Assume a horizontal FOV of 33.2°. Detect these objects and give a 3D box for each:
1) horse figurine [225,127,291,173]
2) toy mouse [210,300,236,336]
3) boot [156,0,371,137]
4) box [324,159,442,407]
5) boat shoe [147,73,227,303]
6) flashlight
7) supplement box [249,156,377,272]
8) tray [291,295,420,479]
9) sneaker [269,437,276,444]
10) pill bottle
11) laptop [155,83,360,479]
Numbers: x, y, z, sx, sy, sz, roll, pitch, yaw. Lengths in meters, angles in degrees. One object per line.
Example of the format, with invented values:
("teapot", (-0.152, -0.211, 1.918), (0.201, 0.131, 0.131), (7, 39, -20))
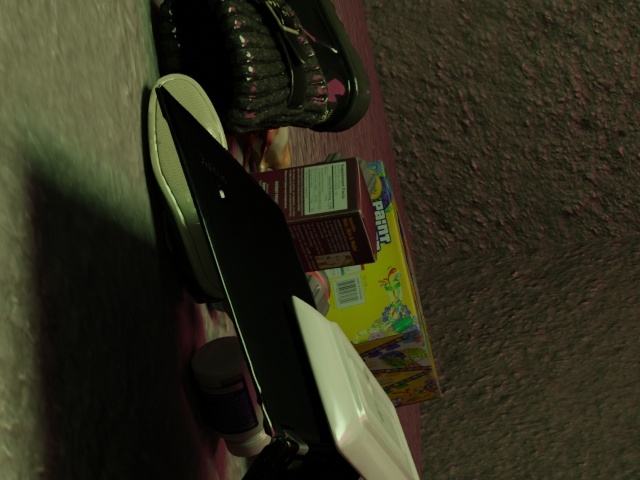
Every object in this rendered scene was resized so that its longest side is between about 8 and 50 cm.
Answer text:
("horse figurine", (-0.078, -0.125, 1.434), (0.263, 0.066, 0.175), (65, 26, -68))
("toy mouse", (-0.095, 0.087, 1.176), (0.143, 0.031, 0.161), (159, -88, -75))
("boot", (-0.102, -0.267, 1.233), (0.260, 0.131, 0.348), (-7, 58, -53))
("box", (0.059, 0.083, 1.657), (0.279, 0.177, 0.290), (66, 12, -60))
("boat shoe", (-0.134, -0.050, 1.083), (0.079, 0.084, 0.233), (-20, -97, 62))
("flashlight", (0.000, 0.000, 1.451), (0.103, 0.103, 0.304), (46, 44, -17))
("supplement box", (-0.037, -0.021, 1.215), (0.104, 0.188, 0.081), (68, 16, -53))
("tray", (0.043, 0.159, 0.971), (0.270, 0.030, 0.145), (58, 10, -57))
("sneaker", (-0.034, 0.225, 1.368), (0.296, 0.111, 0.131), (15, 95, -87))
("pill bottle", (-0.089, 0.166, 1.123), (0.067, 0.067, 0.120), (-82, 161, -59))
("laptop", (-0.104, 0.154, 0.896), (0.408, 0.236, 0.382), (-55, 163, -3))
